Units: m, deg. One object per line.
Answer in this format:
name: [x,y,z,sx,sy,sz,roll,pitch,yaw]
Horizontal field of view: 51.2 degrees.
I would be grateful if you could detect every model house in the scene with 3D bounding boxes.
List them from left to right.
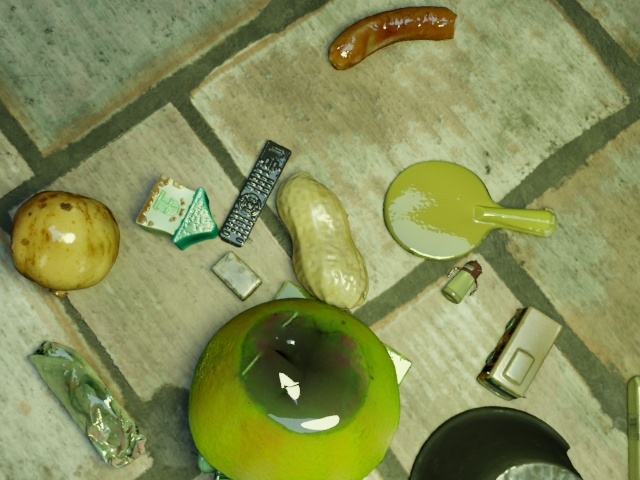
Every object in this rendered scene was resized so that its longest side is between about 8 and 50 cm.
model house: [-0.284,-0.050,1.389,0.149,0.100,0.127,24,79,1]

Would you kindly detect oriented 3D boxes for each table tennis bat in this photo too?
table tennis bat: [0.320,-0.059,1.444,0.369,0.054,0.224,6,77,3]

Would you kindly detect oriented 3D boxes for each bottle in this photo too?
bottle: [0.305,0.086,1.416,0.101,0.047,0.063,-48,112,-15]

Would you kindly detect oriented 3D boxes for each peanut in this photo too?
peanut: [0.000,0.000,1.376,0.149,0.149,0.313,-18,78,-6]

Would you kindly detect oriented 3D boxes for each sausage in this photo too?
sausage: [0.156,-0.465,1.502,0.303,0.076,0.102,-16,78,-6]

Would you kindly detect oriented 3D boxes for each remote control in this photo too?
remote control: [-0.140,-0.101,1.442,0.063,0.025,0.245,27,78,2]

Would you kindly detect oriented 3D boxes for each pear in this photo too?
pear: [-0.046,0.245,1.183,0.399,0.165,0.398,1,54,-2]

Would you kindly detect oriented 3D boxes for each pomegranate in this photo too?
pomegranate: [-0.509,0.007,1.318,0.216,0.215,0.215,0,79,-2]

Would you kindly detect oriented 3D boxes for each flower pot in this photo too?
flower pot: [0.352,0.506,1.230,0.380,0.251,0.379,0,80,-2]

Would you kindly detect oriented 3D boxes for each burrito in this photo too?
burrito: [-0.459,0.314,1.324,0.096,0.066,0.309,-42,80,-7]

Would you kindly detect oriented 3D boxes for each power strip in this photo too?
power strip: [0.670,0.471,1.345,0.092,0.066,0.387,6,76,-3]

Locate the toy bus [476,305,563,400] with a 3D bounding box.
toy bus: [0.405,0.231,1.358,0.091,0.103,0.182,33,80,5]

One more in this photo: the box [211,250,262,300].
box: [-0.174,0.074,1.395,0.098,0.045,0.062,41,79,7]

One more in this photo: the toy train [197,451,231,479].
toy train: [-0.095,0.436,1.273,0.272,0.159,0.188,0,82,-7]

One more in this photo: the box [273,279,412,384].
box: [0.013,0.237,1.371,0.311,0.043,0.173,33,79,5]
